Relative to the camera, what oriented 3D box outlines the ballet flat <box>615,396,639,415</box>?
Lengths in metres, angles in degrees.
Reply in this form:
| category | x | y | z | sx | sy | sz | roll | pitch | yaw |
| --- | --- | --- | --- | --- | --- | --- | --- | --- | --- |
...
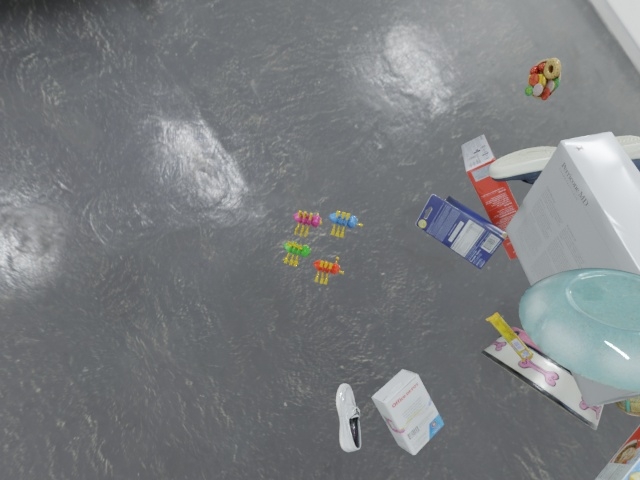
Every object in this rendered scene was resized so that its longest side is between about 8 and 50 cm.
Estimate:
| category | x | y | z | sx | sy | sz | roll | pitch | yaw |
| --- | --- | --- | --- | --- | --- | --- | --- | --- | --- |
| ballet flat | 0.880 | 0.303 | 1.165 | 0.123 | 0.123 | 0.348 | 35 | 64 | -10 |

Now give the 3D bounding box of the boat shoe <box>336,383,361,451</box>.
| category | x | y | z | sx | sy | sz | roll | pitch | yaw |
| --- | --- | --- | --- | --- | --- | --- | --- | --- | --- |
| boat shoe | 0.087 | 0.507 | 1.215 | 0.066 | 0.063 | 0.184 | 25 | 54 | -33 |

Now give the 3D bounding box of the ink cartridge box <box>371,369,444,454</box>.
| category | x | y | z | sx | sy | sz | roll | pitch | yaw |
| --- | --- | --- | --- | --- | --- | --- | --- | --- | --- |
| ink cartridge box | 0.167 | 0.324 | 0.804 | 0.089 | 0.052 | 0.122 | -33 | 103 | -24 |

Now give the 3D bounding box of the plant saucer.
| category | x | y | z | sx | sy | sz | roll | pitch | yaw |
| --- | --- | --- | --- | --- | --- | --- | --- | --- | --- |
| plant saucer | 0.330 | 0.079 | 0.471 | 0.195 | 0.195 | 0.037 | -27 | 125 | -27 |

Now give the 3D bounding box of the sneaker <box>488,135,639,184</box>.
| category | x | y | z | sx | sy | sz | roll | pitch | yaw |
| --- | --- | --- | --- | --- | --- | --- | --- | --- | --- |
| sneaker | 0.552 | -0.131 | 0.927 | 0.350 | 0.131 | 0.148 | -6 | 111 | 5 |

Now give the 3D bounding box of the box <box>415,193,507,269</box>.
| category | x | y | z | sx | sy | sz | roll | pitch | yaw |
| --- | --- | --- | --- | --- | --- | --- | --- | --- | --- |
| box | 0.389 | -0.032 | 1.183 | 0.225 | 0.136 | 0.036 | 36 | 50 | 16 |

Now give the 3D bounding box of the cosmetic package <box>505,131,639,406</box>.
| category | x | y | z | sx | sy | sz | roll | pitch | yaw |
| --- | --- | --- | --- | --- | --- | --- | --- | --- | --- |
| cosmetic package | 0.468 | 0.058 | 0.708 | 0.098 | 0.284 | 0.377 | -12 | 61 | 0 |

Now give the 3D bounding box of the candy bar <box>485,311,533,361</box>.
| category | x | y | z | sx | sy | sz | roll | pitch | yaw |
| --- | --- | --- | --- | --- | --- | --- | --- | --- | --- |
| candy bar | 0.526 | 0.267 | 1.175 | 0.040 | 0.018 | 0.161 | -28 | 45 | -2 |

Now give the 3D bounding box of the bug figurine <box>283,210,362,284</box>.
| category | x | y | z | sx | sy | sz | roll | pitch | yaw |
| --- | --- | --- | --- | --- | --- | --- | --- | --- | --- |
| bug figurine | 0.000 | 0.000 | 1.347 | 0.216 | 0.278 | 0.072 | 17 | 32 | -3 |

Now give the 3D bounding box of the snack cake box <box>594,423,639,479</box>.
| category | x | y | z | sx | sy | sz | roll | pitch | yaw |
| --- | --- | --- | --- | --- | --- | --- | --- | --- | --- |
| snack cake box | 0.779 | 0.555 | 1.016 | 0.264 | 0.152 | 0.089 | -43 | 62 | -9 |

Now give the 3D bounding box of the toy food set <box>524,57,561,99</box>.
| category | x | y | z | sx | sy | sz | roll | pitch | yaw |
| --- | --- | --- | --- | --- | --- | --- | --- | --- | --- |
| toy food set | 0.471 | -0.339 | 0.891 | 0.020 | 0.083 | 0.082 | -8 | 110 | -21 |

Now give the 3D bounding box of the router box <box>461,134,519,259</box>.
| category | x | y | z | sx | sy | sz | roll | pitch | yaw |
| --- | --- | --- | --- | --- | --- | --- | --- | --- | --- |
| router box | 0.542 | -0.148 | 1.303 | 0.301 | 0.082 | 0.335 | 58 | 25 | -14 |

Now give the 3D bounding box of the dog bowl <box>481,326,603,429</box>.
| category | x | y | z | sx | sy | sz | roll | pitch | yaw |
| --- | --- | --- | --- | --- | --- | --- | --- | --- | --- |
| dog bowl | 0.786 | 0.458 | 1.471 | 0.408 | 0.408 | 0.150 | 35 | 90 | -11 |
